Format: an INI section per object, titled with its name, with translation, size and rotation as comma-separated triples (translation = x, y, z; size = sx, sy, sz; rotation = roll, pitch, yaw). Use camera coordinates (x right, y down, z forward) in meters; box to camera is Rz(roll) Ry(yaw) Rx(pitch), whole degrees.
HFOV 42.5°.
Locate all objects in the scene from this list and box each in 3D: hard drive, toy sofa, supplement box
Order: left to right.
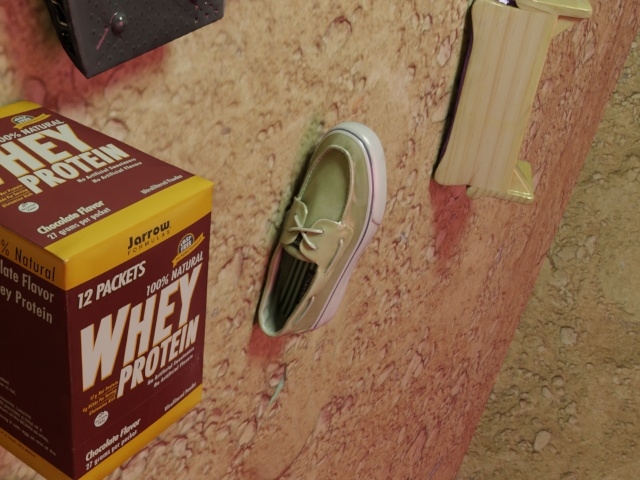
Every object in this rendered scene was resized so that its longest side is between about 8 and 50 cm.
[supplement box]
translation = -0.191, 0.032, 0.579
size = 0.129, 0.191, 0.194
rotation = -34, 141, -48
[hard drive]
translation = -0.136, -0.260, 0.579
size = 0.172, 0.054, 0.254
rotation = -40, 145, -41
[toy sofa]
translation = 0.309, -0.253, 1.374
size = 0.150, 0.177, 0.362
rotation = -72, 171, -57

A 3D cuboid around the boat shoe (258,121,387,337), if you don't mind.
[boat shoe]
translation = 0.000, 0.000, 1.023
size = 0.094, 0.109, 0.302
rotation = -25, 137, -51
